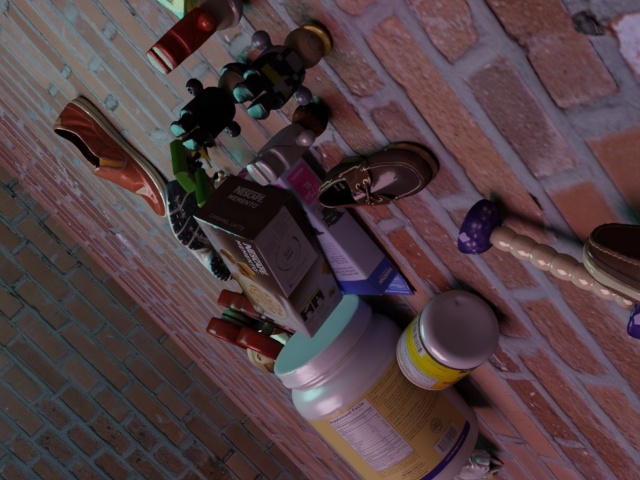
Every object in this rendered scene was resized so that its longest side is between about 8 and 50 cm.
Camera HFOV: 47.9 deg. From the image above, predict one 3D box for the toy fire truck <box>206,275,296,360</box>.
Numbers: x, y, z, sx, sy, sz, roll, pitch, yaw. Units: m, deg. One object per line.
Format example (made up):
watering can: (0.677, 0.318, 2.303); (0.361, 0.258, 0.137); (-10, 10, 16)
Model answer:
toy fire truck: (-0.080, 0.180, 1.559); (0.254, 0.169, 0.302); (33, 165, -35)

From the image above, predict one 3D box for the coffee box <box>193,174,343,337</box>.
coffee box: (-0.077, 0.028, 1.144); (0.141, 0.098, 0.246); (21, 150, 37)

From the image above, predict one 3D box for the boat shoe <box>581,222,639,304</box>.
boat shoe: (0.360, 0.016, 0.627); (0.258, 0.095, 0.095); (18, 133, 35)

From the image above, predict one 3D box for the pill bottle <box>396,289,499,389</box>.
pill bottle: (0.187, 0.162, 1.114); (0.117, 0.117, 0.215); (39, 158, 9)

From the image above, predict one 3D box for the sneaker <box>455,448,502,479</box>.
sneaker: (0.287, 0.436, 1.432); (0.094, 0.080, 0.212); (-16, 155, 36)

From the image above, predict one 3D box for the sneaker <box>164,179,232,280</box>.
sneaker: (-0.276, -0.024, 1.565); (0.122, 0.110, 0.283); (27, 153, 41)

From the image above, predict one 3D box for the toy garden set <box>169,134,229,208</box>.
toy garden set: (-0.175, -0.092, 1.271); (0.244, 0.049, 0.203); (54, -171, -38)

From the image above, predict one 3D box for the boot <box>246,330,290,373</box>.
boot: (-0.091, 0.296, 1.848); (0.203, 0.095, 0.262); (27, 148, 32)

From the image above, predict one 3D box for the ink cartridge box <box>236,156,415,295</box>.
ink cartridge box: (0.000, 0.000, 1.185); (0.311, 0.065, 0.186); (46, 156, -21)

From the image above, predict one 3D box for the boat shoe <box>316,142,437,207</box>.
boat shoe: (0.069, -0.074, 0.951); (0.073, 0.073, 0.207); (51, 155, -16)

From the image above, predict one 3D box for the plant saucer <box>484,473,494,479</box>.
plant saucer: (0.344, 0.486, 1.561); (0.083, 0.015, 0.083); (36, 156, 19)

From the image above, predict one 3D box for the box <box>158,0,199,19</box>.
box: (-0.198, -0.361, 0.921); (0.105, 0.043, 0.179); (41, 159, 6)

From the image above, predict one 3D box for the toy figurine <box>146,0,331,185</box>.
toy figurine: (-0.091, -0.197, 0.916); (0.210, 0.148, 0.213); (26, 151, 22)

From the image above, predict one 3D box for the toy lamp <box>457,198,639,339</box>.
toy lamp: (0.282, 0.035, 0.784); (0.275, 0.080, 0.080); (27, 153, 32)

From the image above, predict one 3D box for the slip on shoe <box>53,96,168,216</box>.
slip on shoe: (-0.463, -0.170, 1.624); (0.331, 0.101, 0.123); (47, 156, -13)

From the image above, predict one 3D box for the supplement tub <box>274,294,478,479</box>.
supplement tub: (0.100, 0.284, 1.314); (0.331, 0.241, 0.241); (48, 157, -11)
